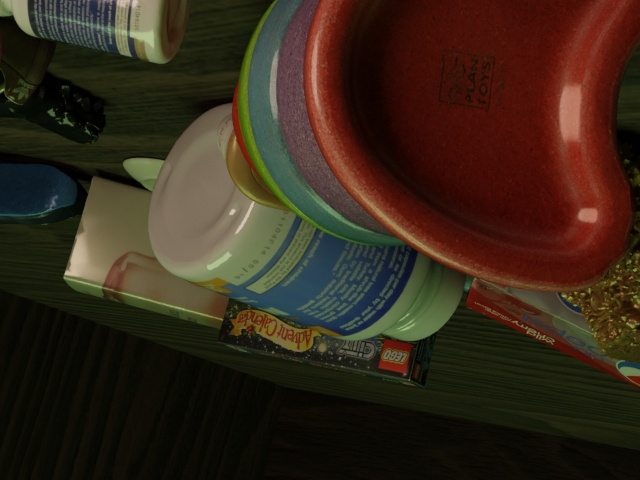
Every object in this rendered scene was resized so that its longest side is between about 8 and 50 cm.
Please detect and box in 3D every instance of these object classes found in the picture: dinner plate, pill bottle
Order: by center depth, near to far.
[{"bbox_3d":[-0.142,-0.149,0.682,0.120,0.067,0.067,13,168,6],"label":"pill bottle"},{"bbox_3d":[0.000,0.000,0.991,0.272,0.152,0.152,26,164,-40],"label":"pill bottle"},{"bbox_3d":[-0.147,-0.058,1.237,0.141,0.017,0.141,13,168,3],"label":"dinner plate"}]

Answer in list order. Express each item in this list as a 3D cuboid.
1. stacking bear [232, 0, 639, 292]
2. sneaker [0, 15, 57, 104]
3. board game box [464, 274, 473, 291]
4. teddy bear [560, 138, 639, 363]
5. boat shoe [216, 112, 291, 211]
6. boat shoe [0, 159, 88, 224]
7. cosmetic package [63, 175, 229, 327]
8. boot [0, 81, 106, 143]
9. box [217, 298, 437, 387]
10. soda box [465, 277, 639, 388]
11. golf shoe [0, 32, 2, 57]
[{"bbox_3d":[0.030,-0.074,0.625,0.164,0.175,0.289,7,180,-17],"label":"stacking bear"},{"bbox_3d":[-0.281,-0.141,0.875,0.188,0.071,0.066,5,165,38],"label":"sneaker"},{"bbox_3d":[0.212,0.057,1.318,0.090,0.020,0.090,23,167,-35],"label":"board game box"},{"bbox_3d":[0.288,-0.004,0.799,0.245,0.113,0.338,5,159,11],"label":"teddy bear"},{"bbox_3d":[0.055,-0.055,0.853,0.277,0.098,0.096,15,-167,-22],"label":"boat shoe"},{"bbox_3d":[-0.398,-0.048,1.375,0.258,0.109,0.089,12,172,21],"label":"boat shoe"},{"bbox_3d":[-0.138,0.033,1.362,0.296,0.129,0.153,15,171,-1],"label":"cosmetic package"},{"bbox_3d":[-0.258,-0.120,1.024,0.121,0.045,0.099,4,167,40],"label":"boot"},{"bbox_3d":[0.016,0.055,1.208,0.233,0.159,0.044,8,166,29],"label":"box"},{"bbox_3d":[0.264,0.067,1.006,0.263,0.083,0.092,26,163,10],"label":"soda box"},{"bbox_3d":[-0.347,-0.167,0.799,0.306,0.115,0.140,19,180,10],"label":"golf shoe"}]
